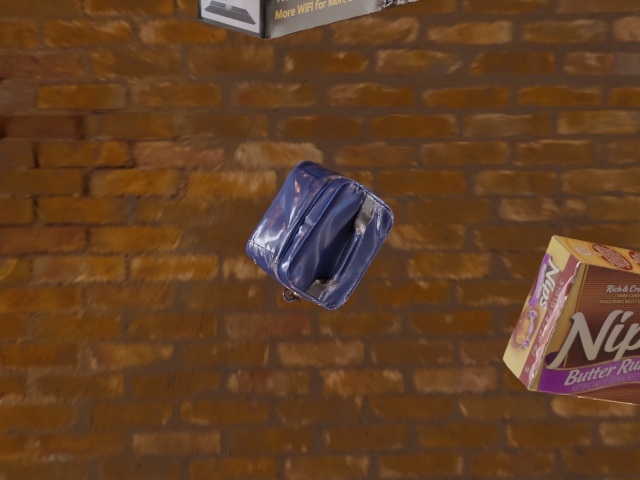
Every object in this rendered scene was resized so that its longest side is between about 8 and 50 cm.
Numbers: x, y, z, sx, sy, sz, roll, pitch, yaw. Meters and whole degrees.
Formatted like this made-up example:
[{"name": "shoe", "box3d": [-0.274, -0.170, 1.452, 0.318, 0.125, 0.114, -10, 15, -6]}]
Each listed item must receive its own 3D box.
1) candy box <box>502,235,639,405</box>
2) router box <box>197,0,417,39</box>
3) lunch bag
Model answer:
[{"name": "candy box", "box3d": [0.244, 0.067, 1.086, 0.187, 0.053, 0.109, 10, -69, -25]}, {"name": "router box", "box3d": [0.038, -0.309, 1.128, 0.309, 0.081, 0.243, -23, -56, -42]}, {"name": "lunch bag", "box3d": [0.000, 0.000, 1.009, 0.067, 0.065, 0.098, 33, -94, -38]}]
